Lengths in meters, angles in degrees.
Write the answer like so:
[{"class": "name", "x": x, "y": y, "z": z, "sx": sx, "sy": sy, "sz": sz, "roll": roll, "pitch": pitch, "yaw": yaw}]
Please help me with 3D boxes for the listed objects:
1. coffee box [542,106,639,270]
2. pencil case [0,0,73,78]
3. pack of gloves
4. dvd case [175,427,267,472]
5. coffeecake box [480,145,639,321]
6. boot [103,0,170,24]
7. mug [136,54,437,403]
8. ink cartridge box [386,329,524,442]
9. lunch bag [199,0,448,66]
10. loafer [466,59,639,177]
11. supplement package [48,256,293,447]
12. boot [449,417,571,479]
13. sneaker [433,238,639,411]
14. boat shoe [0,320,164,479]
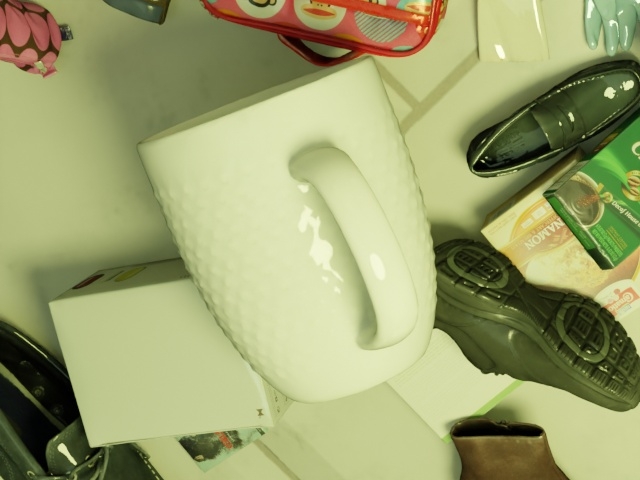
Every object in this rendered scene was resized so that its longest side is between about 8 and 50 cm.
[{"class": "coffee box", "x": 0.349, "y": -0.067, "z": 1.348, "sx": 0.184, "sy": 0.040, "sz": 0.113, "roll": -39, "pitch": 95, "yaw": -12}, {"class": "pencil case", "x": -0.386, "y": -0.246, "z": 1.451, "sx": 0.095, "sy": 0.209, "sz": 0.098, "roll": -18, "pitch": 89, "yaw": 17}, {"class": "pack of gloves", "x": 0.268, "y": -0.314, "z": 1.341, "sx": 0.195, "sy": 0.046, "sz": 0.232, "roll": 1, "pitch": 120, "yaw": 16}, {"class": "dvd case", "x": -0.143, "y": 0.259, "z": 1.674, "sx": 0.119, "sy": 0.013, "sz": 0.087, "roll": -35, "pitch": 97, "yaw": 22}, {"class": "coffeecake box", "x": 0.304, "y": 0.007, "z": 1.425, "sx": 0.142, "sy": 0.068, "sz": 0.185, "roll": -39, "pitch": 96, "yaw": 24}, {"class": "boot", "x": -0.270, "y": -0.334, "z": 1.456, "sx": 0.219, "sy": 0.082, "sz": 0.106, "roll": 17, "pitch": 110, "yaw": 7}, {"class": "mug", "x": 0.000, "y": 0.000, "z": 1.292, "sx": 0.276, "sy": 0.374, "sz": 0.328, "roll": -24, "pitch": 100, "yaw": -15}, {"class": "ink cartridge box", "x": 0.139, "y": 0.118, "z": 1.519, "sx": 0.235, "sy": 0.056, "sz": 0.171, "roll": 46, "pitch": 114, "yaw": -2}, {"class": "lunch bag", "x": 0.008, "y": -0.323, "z": 1.368, "sx": 0.293, "sy": 0.120, "sz": 0.258, "roll": 14, "pitch": 117, "yaw": 11}, {"class": "loafer", "x": 0.267, "y": -0.131, "z": 1.379, "sx": 0.223, "sy": 0.078, "sz": 0.076, "roll": -28, "pitch": 100, "yaw": 23}, {"class": "supplement package", "x": -0.180, "y": 0.133, "z": 1.559, "sx": 0.262, "sy": 0.145, "sz": 0.204, "roll": -9, "pitch": 103, "yaw": 18}, {"class": "boot", "x": 0.288, "y": 0.316, "z": 1.506, "sx": 0.249, "sy": 0.090, "sz": 0.206, "roll": 3, "pitch": 129, "yaw": 23}, {"class": "sneaker", "x": 0.240, "y": 0.114, "z": 1.407, "sx": 0.286, "sy": 0.109, "sz": 0.130, "roll": 34, "pitch": 135, "yaw": 18}, {"class": "boat shoe", "x": -0.331, "y": 0.296, "z": 1.649, "sx": 0.500, "sy": 0.187, "sz": 0.156, "roll": 42, "pitch": 123, "yaw": 4}]
